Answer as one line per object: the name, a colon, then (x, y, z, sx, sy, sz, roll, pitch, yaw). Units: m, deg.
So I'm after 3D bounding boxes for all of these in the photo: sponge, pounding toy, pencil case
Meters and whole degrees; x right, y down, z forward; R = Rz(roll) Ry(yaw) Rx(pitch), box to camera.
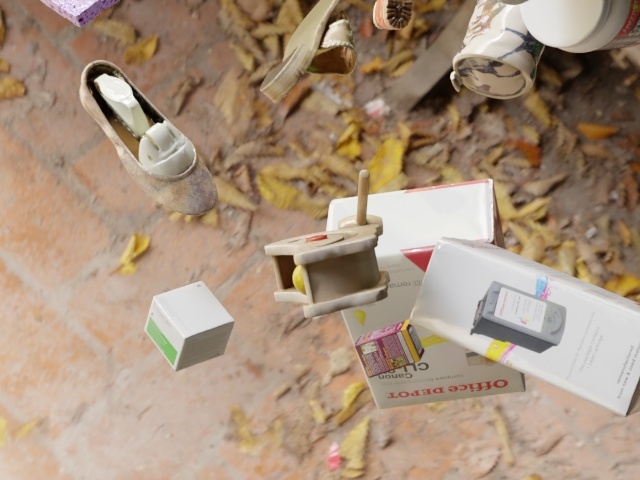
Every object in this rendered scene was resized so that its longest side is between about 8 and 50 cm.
sponge: (-0.374, -0.458, 1.966, 0.117, 0.031, 0.210, 36, 67, 29)
pounding toy: (0.000, 0.000, 1.443, 0.154, 0.269, 0.154, -10, 96, 6)
pencil case: (0.383, -0.485, 2.262, 0.160, 0.184, 0.410, 30, 72, -42)

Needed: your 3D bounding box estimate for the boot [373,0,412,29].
boot: (0.122, -0.429, 1.904, 0.059, 0.085, 0.157, 11, 91, -18)

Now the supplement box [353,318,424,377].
supplement box: (0.098, 0.154, 1.622, 0.055, 0.083, 0.043, 67, 20, -10)

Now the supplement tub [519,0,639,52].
supplement tub: (0.507, -0.443, 2.086, 0.272, 0.191, 0.191, -15, 76, -48)

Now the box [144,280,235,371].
box: (-0.213, 0.139, 1.847, 0.102, 0.087, 0.101, -17, 53, -38)

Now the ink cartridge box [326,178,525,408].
ink cartridge box: (0.189, 0.102, 1.950, 0.279, 0.384, 0.160, -8, 42, 13)

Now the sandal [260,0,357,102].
sandal: (0.004, -0.219, 1.364, 0.079, 0.088, 0.240, 42, 41, -14)

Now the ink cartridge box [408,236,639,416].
ink cartridge box: (0.304, 0.108, 1.499, 0.306, 0.226, 0.131, 22, 97, 25)

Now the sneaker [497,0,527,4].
sneaker: (0.363, -0.555, 1.900, 0.135, 0.150, 0.365, 33, 86, -29)

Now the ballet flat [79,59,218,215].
ballet flat: (-0.279, -0.167, 1.793, 0.107, 0.106, 0.316, -39, 72, -23)
